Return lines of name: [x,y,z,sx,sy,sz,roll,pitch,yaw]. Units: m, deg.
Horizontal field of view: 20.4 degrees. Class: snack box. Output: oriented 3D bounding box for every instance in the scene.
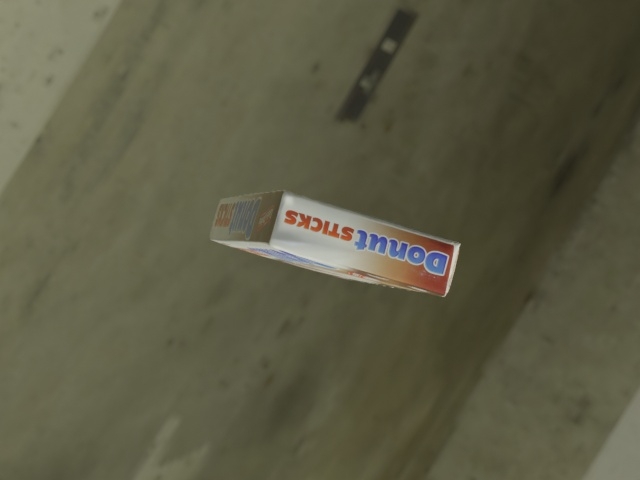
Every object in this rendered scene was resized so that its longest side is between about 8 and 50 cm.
snack box: [0.000,0.000,0.673,0.178,0.064,0.022,-177,-76,-80]
